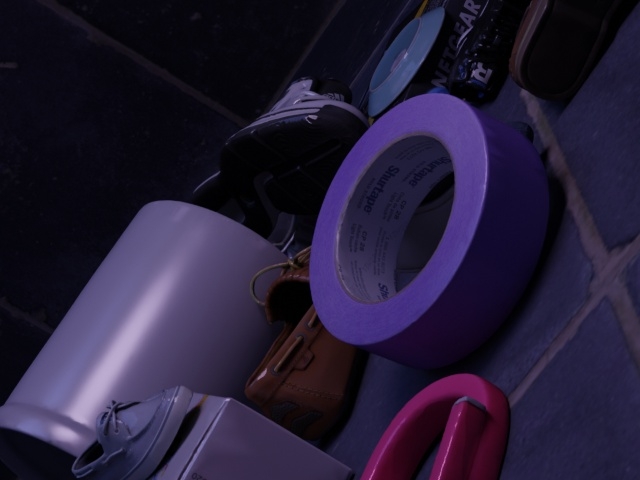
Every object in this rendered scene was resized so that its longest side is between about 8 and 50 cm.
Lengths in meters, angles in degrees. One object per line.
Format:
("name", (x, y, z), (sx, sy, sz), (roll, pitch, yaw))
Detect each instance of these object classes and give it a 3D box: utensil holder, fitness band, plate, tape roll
("utensil holder", (-0.219, 0.184, 1.926), (0.385, 0.327, 0.327), (-61, 12, -25))
("fitness band", (0.077, 0.244, 1.260), (0.209, 0.054, 0.291), (-43, 19, 53))
("plate", (0.115, -0.262, 2.028), (0.188, 0.024, 0.188), (-53, 14, 18))
("tape roll", (0.106, -0.010, 1.461), (0.275, 0.090, 0.275), (-35, 43, 41))

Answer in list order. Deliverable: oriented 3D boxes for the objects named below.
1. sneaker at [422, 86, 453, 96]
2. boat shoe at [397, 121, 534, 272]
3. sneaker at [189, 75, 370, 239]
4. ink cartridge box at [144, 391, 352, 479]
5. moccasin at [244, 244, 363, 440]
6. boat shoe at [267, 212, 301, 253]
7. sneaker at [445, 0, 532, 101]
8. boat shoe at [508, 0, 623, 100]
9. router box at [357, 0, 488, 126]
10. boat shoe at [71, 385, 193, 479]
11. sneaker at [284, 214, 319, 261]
("sneaker", (0.162, -0.138, 1.855), (0.082, 0.069, 0.209), (-25, 28, 34))
("boat shoe", (0.148, -0.049, 1.596), (0.254, 0.095, 0.079), (-45, 20, 44))
("sneaker", (-0.024, -0.164, 1.989), (0.257, 0.169, 0.447), (-59, 14, -25))
("ink cartridge box", (-0.101, 0.283, 1.595), (0.168, 0.171, 0.232), (-61, 13, -12))
("moccasin", (-0.011, 0.081, 1.784), (0.139, 0.147, 0.380), (-47, 16, 46))
("boat shoe", (-0.121, 0.017, 2.422), (0.367, 0.136, 0.156), (-47, 16, 55))
("sneaker", (0.232, -0.253, 1.830), (0.217, 0.079, 0.121), (125, 167, -57))
("boat shoe", (0.301, -0.305, 1.569), (0.307, 0.110, 0.104), (-56, 13, 12))
("router box", (0.146, -0.245, 2.114), (0.243, 0.081, 0.309), (-39, 22, 57))
("boat shoe", (-0.221, 0.226, 1.606), (0.227, 0.081, 0.079), (-49, 16, 42))
("sneaker", (0.000, 0.000, 2.095), (0.236, 0.095, 0.104), (-57, 4, 14))
